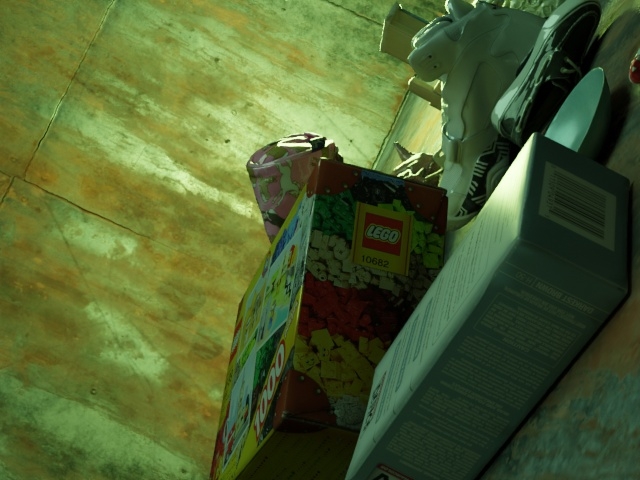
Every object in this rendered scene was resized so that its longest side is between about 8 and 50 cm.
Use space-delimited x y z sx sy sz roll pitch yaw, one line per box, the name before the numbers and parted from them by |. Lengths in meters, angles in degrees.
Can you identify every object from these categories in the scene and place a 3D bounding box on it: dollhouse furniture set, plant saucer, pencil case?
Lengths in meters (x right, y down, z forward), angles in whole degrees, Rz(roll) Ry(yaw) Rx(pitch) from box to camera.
dollhouse furniture set | 0.279 -0.461 2.354 0.303 0.198 0.286 -58 -7 -15
plant saucer | 0.289 -0.104 1.345 0.195 0.037 0.194 -155 90 -87
pencil case | 0.000 0.000 2.116 0.160 0.167 0.386 -54 -51 -65

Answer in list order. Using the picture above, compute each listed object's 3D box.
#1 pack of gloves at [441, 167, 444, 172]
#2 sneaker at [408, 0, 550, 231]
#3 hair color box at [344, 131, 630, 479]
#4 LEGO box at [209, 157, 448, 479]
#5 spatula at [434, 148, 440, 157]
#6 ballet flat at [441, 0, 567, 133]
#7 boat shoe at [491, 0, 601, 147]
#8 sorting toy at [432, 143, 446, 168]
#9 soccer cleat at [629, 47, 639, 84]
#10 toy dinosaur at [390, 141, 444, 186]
pack of gloves | 0.303 -0.236 2.117 0.232 0.046 0.195 -70 14 -14
sneaker | 0.208 -0.202 1.762 0.365 0.210 0.137 -62 4 23
hair color box | 0.162 0.097 1.176 0.374 0.114 0.185 -60 5 38
LEGO box | -0.002 0.175 1.691 0.500 0.193 0.372 122 159 -59
spatula | 0.253 -0.183 2.369 0.296 0.030 0.084 -61 4 41
ballet flat | 0.283 -0.328 1.964 0.409 0.147 0.147 -56 8 40
boat shoe | 0.317 -0.224 1.570 0.219 0.078 0.070 -60 39 15
sorting toy | 0.235 -0.142 2.011 0.083 0.075 0.044 -59 7 48
soccer cleat | 0.349 -0.197 1.240 0.083 0.029 0.035 -62 -5 -12
toy dinosaur | 0.169 -0.097 2.123 0.200 0.127 0.295 120 170 -46
